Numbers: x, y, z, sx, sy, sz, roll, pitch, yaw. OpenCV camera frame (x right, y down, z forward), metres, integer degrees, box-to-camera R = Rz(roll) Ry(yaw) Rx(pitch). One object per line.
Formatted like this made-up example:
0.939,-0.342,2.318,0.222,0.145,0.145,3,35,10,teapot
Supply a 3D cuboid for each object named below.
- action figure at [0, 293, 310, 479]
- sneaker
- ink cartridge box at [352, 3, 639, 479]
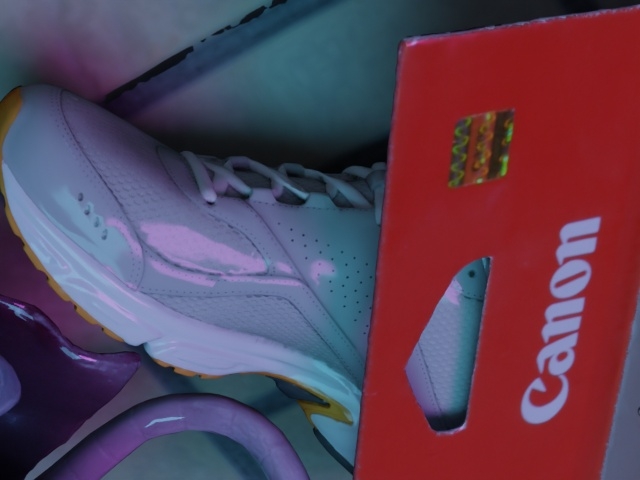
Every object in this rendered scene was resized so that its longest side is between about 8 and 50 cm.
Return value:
-0.219,0.118,0.680,0.276,0.248,0.370,3,158,-45,action figure
0.000,0.000,0.634,0.262,0.099,0.121,33,112,-29,sneaker
0.134,0.036,0.613,0.239,0.060,0.275,-13,128,-23,ink cartridge box
